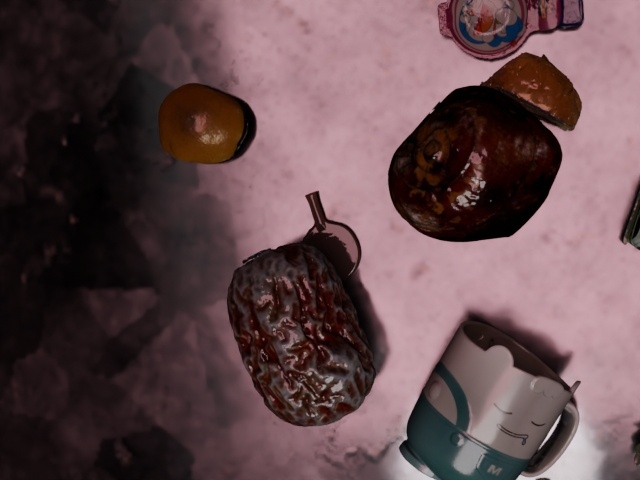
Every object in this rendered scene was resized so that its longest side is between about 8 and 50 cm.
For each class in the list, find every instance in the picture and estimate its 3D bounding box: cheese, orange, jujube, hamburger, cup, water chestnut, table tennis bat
[{"bbox_3d":[0.321,-0.388,1.753,0.244,0.062,0.155,-3,93,11],"label":"cheese"},{"bbox_3d":[-0.217,-0.211,1.857,0.169,0.112,0.160,-30,88,1],"label":"orange"},{"bbox_3d":[-0.038,0.161,1.794,0.226,0.226,0.317,-24,92,12],"label":"jujube"},{"bbox_3d":[0.367,-0.263,1.742,0.176,0.087,0.102,28,101,10],"label":"hamburger"},{"bbox_3d":[0.305,0.298,1.755,0.289,0.219,0.258,25,102,-24],"label":"cup"},{"bbox_3d":[0.253,-0.113,1.697,0.289,0.289,0.244,-43,93,12],"label":"water chestnut"},{"bbox_3d":[0.000,0.000,1.822,0.107,0.119,0.170,-19,93,12],"label":"table tennis bat"}]

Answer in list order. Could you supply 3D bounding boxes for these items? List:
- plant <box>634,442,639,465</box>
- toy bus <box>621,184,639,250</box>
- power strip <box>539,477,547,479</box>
[{"bbox_3d":[0.626,0.351,1.723,0.194,0.132,0.129,-25,87,8],"label":"plant"},{"bbox_3d":[0.644,-0.007,1.670,0.276,0.164,0.134,17,99,10],"label":"toy bus"},{"bbox_3d":[0.399,0.465,1.836,0.027,0.017,0.083,-7,92,13],"label":"power strip"}]
